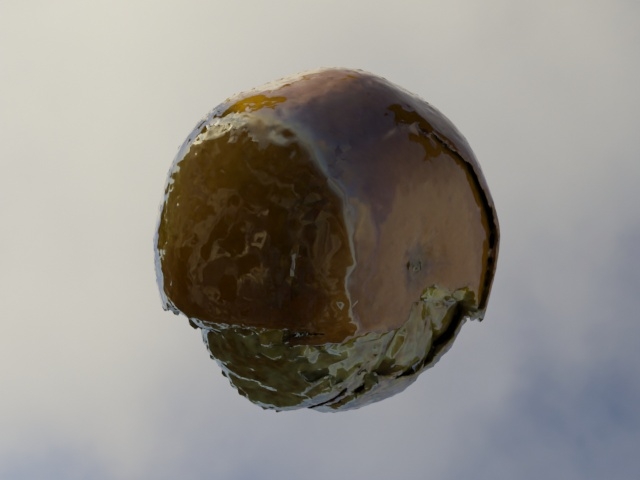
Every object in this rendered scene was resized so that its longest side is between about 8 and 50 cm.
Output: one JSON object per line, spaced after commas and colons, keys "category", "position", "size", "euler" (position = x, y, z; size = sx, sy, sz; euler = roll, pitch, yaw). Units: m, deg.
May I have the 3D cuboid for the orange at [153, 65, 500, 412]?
{"category": "orange", "position": [0.000, 0.000, 0.536], "size": [0.134, 0.156, 0.157], "euler": [26, -51, 52]}
